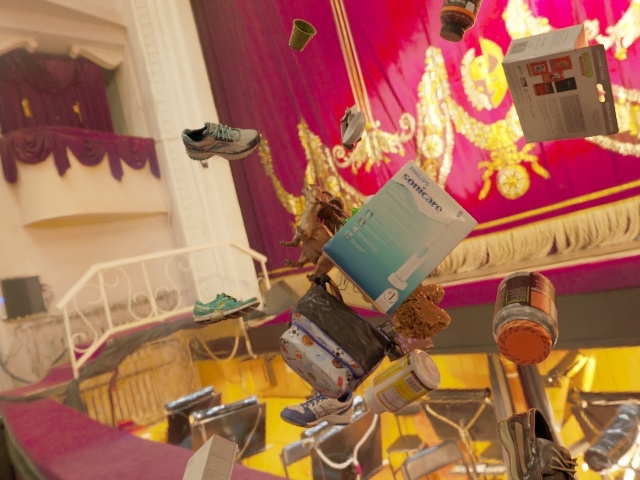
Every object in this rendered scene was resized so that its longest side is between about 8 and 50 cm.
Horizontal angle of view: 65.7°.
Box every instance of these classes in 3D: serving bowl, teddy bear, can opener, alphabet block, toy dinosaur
[{"bbox_3d":[0.085,-0.258,1.151,0.027,0.083,0.083,25,-16,-14],"label":"serving bowl"},{"bbox_3d":[0.236,0.153,1.444,0.245,0.338,0.113,-13,-41,-39],"label":"teddy bear"},{"bbox_3d":[0.117,-0.394,1.724,0.074,0.093,0.280,-47,20,28],"label":"can opener"},{"bbox_3d":[0.184,0.142,1.693,0.192,0.193,0.197,18,-9,-41],"label":"alphabet block"},{"bbox_3d":[0.000,0.000,1.425,0.200,0.296,0.127,-30,26,-35],"label":"toy dinosaur"}]

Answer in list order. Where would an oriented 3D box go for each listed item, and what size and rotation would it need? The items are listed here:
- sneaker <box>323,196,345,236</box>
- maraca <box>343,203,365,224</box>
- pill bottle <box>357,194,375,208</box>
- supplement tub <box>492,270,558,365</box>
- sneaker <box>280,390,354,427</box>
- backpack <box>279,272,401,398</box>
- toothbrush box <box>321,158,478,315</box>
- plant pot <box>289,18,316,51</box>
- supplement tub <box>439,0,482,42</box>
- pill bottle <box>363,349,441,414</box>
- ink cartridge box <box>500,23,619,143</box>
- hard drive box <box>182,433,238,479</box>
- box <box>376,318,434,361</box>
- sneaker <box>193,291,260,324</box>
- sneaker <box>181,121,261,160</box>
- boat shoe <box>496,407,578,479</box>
[{"bbox_3d":[0.051,-0.084,1.695,0.064,0.192,0.086,18,41,12],"label":"sneaker"},{"bbox_3d":[0.144,-0.023,1.415,0.127,0.185,0.099,-53,-25,8],"label":"maraca"},{"bbox_3d":[0.219,-0.049,2.257,0.176,0.318,0.176,16,-32,10],"label":"pill bottle"},{"bbox_3d":[0.669,0.250,1.620,0.193,0.193,0.316,-16,17,31],"label":"supplement tub"},{"bbox_3d":[-0.009,0.588,1.780,0.296,0.131,0.112,9,6,-34],"label":"sneaker"},{"bbox_3d":[0.030,0.261,1.216,0.213,0.276,0.263,-42,-20,-17],"label":"backpack"},{"bbox_3d":[0.178,-0.005,1.161,0.295,0.216,0.126,-46,-4,-4],"label":"toothbrush box"},{"bbox_3d":[-0.068,-0.680,1.661,0.083,0.083,0.079,-11,-31,-40],"label":"plant pot"},{"bbox_3d":[0.408,-0.681,1.428,0.106,0.198,0.106,18,4,-1],"label":"supplement tub"},{"bbox_3d":[0.225,0.408,1.404,0.215,0.117,0.117,-42,-17,27],"label":"pill bottle"},{"bbox_3d":[0.723,-0.455,1.468,0.272,0.309,0.130,4,52,41],"label":"ink cartridge box"},{"bbox_3d":[-0.346,0.729,1.465,0.181,0.089,0.232,-50,17,29],"label":"hard drive box"},{"bbox_3d":[0.417,0.474,2.421,0.261,0.184,0.103,1,-28,-45],"label":"box"},{"bbox_3d":[-0.377,0.257,1.969,0.275,0.110,0.107,-11,-19,3],"label":"sneaker"},{"bbox_3d":[-0.347,-0.348,1.709,0.283,0.110,0.122,-7,-35,9],"label":"sneaker"},{"bbox_3d":[0.536,0.536,1.192,0.130,0.132,0.355,-51,16,19],"label":"boat shoe"}]
